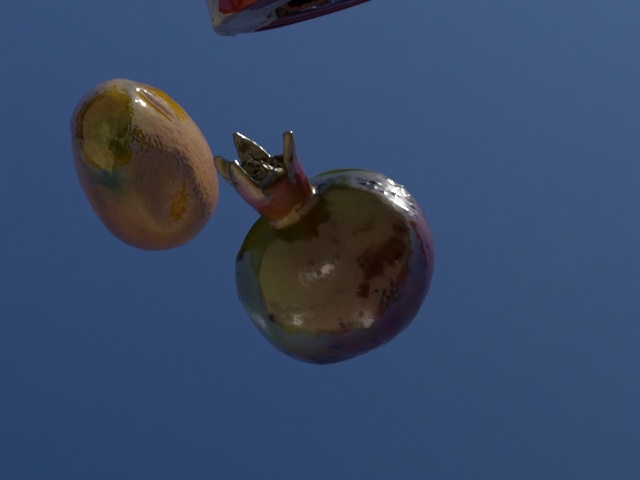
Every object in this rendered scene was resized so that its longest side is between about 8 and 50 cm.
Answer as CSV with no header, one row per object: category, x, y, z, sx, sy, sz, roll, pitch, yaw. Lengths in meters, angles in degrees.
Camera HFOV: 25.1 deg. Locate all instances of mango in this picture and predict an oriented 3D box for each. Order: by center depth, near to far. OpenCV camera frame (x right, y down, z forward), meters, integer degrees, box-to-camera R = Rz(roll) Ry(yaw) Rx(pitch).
mango,-0.129,-0.058,1.021,0.089,0.165,0.115,-16,-126,14

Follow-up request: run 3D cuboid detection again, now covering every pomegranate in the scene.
pomegranate,0.007,-0.003,0.891,0.129,0.129,0.159,-5,-67,9

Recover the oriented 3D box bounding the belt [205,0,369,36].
belt,0.005,-0.315,1.536,0.323,0.227,0.115,-16,-93,20
